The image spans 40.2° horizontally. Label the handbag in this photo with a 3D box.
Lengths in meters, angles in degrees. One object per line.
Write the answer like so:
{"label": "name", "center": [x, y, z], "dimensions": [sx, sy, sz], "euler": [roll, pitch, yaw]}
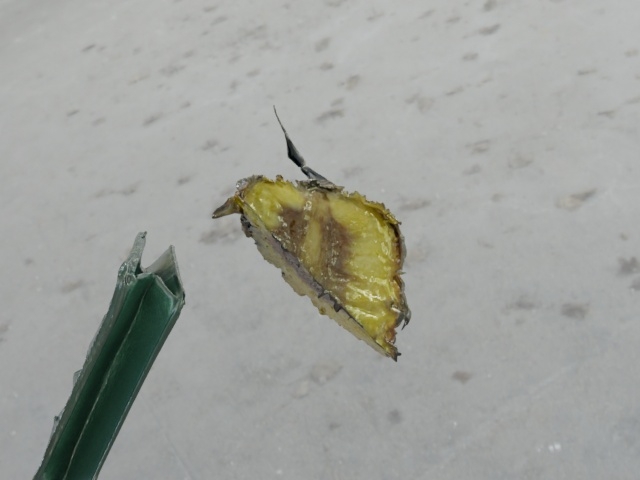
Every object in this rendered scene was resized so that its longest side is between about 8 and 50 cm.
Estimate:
{"label": "handbag", "center": [-0.280, 0.164, 1.172], "dimensions": [0.326, 0.089, 0.238], "euler": [-65, 14, 10]}

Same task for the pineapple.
{"label": "pineapple", "center": [0.004, -0.004, 1.183], "dimensions": [0.158, 0.334, 0.161], "euler": [-52, 11, -10]}
